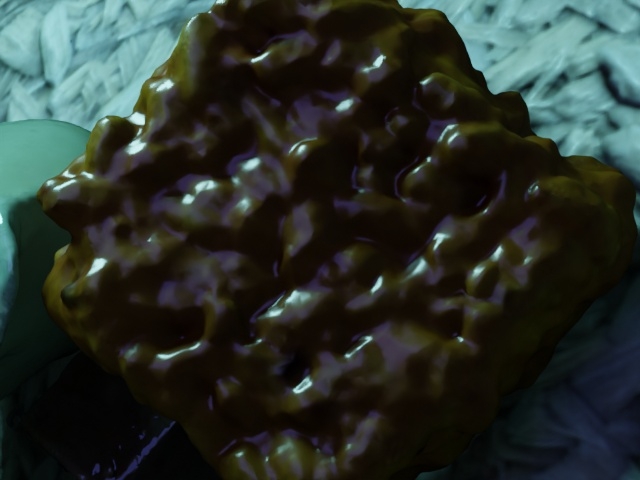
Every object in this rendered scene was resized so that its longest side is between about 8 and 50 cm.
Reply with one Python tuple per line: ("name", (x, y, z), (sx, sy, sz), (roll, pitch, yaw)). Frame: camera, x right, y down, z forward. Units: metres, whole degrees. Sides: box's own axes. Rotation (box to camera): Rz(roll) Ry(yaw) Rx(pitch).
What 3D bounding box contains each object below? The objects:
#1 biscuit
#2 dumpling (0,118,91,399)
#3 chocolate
("biscuit", (0.000, 0.000, 1.219), (0.312, 0.110, 0.318), (43, 93, 9))
("dumpling", (-0.252, 0.019, 1.406), (0.212, 0.320, 0.270), (42, 114, 10))
("chocolate", (-0.061, 0.063, 1.338), (0.321, 0.112, 0.112), (-48, 52, 2))
